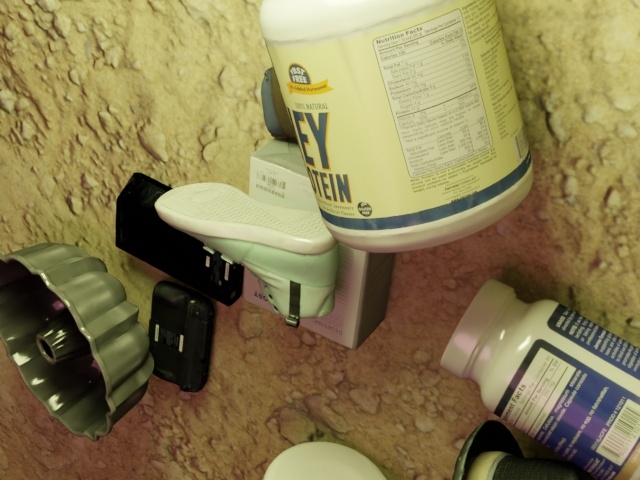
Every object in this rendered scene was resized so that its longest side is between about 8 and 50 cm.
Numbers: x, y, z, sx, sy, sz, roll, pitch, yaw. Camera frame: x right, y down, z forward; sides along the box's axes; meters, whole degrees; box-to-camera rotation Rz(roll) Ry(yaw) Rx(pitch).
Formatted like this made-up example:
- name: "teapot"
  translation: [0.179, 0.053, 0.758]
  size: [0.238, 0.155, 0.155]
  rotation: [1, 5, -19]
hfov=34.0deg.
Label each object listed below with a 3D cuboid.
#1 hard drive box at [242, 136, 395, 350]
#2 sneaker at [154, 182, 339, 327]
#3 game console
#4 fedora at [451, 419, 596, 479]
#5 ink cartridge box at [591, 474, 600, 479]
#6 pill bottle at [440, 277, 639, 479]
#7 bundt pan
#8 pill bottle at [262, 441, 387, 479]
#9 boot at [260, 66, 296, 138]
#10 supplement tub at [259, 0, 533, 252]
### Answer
- name: "hard drive box"
  translation: [0.000, 0.000, 1.346]
  size: [0.181, 0.089, 0.232]
  rotation: [23, 128, 21]
- name: "sneaker"
  translation: [-0.094, 0.023, 1.301]
  size: [0.256, 0.094, 0.151]
  rotation: [17, 129, 27]
- name: "game console"
  translation: [-0.220, 0.082, 1.586]
  size: [0.213, 0.044, 0.361]
  rotation: [27, 130, 20]
- name: "fedora"
  translation: [0.281, 0.377, 1.266]
  size: [0.152, 0.334, 0.334]
  rotation: [-11, 111, 28]
- name: "ink cartridge box"
  translation: [0.442, 0.337, 1.288]
  size: [0.206, 0.045, 0.208]
  rotation: [-4, 117, 36]
- name: "pill bottle"
  translation: [0.281, 0.161, 1.213]
  size: [0.265, 0.153, 0.153]
  rotation: [31, 131, 15]
- name: "bundt pan"
  translation: [-0.383, 0.143, 1.653]
  size: [0.331, 0.124, 0.331]
  rotation: [30, 136, 34]
- name: "pill bottle"
  translation: [-0.026, 0.493, 1.604]
  size: [0.204, 0.204, 0.361]
  rotation: [31, 131, 15]
- name: "boot"
  translation: [-0.036, -0.209, 1.243]
  size: [0.106, 0.082, 0.219]
  rotation: [3, 122, 30]
- name: "supplement tub"
  translation: [0.074, -0.176, 1.082]
  size: [0.235, 0.235, 0.325]
  rotation: [-2, 117, 36]
